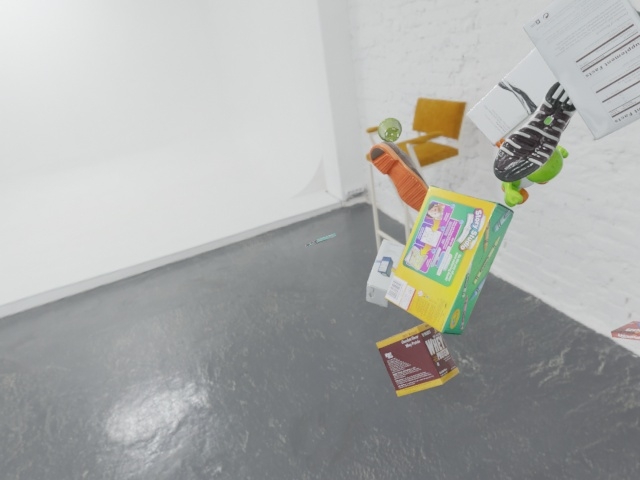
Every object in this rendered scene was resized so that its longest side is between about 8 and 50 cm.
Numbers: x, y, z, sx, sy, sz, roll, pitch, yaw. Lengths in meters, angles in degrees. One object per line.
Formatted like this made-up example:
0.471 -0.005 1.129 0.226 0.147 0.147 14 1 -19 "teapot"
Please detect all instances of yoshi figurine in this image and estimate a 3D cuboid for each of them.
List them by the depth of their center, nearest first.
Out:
0.670 -0.216 1.270 0.203 0.203 0.362 -3 -13 29 "yoshi figurine"

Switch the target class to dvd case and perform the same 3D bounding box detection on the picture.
0.000 0.000 1.624 0.087 0.013 0.119 -19 -2 -28 "dvd case"

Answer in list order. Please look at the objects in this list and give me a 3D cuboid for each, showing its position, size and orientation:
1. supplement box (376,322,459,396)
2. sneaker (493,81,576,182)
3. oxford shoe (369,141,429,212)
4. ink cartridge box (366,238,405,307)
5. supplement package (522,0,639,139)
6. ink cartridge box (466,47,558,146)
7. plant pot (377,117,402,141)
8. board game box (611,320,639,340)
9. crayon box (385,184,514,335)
0.334 0.406 1.389 0.129 0.194 0.191 -5 -24 -47 "supplement box"
0.544 -0.244 1.004 0.106 0.281 0.162 42 6 23 "sneaker"
0.361 -0.264 1.620 0.133 0.364 0.130 -37 -3 -40 "oxford shoe"
0.252 0.129 1.554 0.093 0.154 0.212 18 60 17 "ink cartridge box"
0.493 -0.327 0.699 0.134 0.244 0.139 -32 7 46 "supplement package"
0.755 -0.547 1.432 0.395 0.166 0.285 -45 -9 38 "ink cartridge box"
0.237 -0.364 1.348 0.083 0.083 0.079 -6 26 7 "plant pot"
1.208 0.325 1.401 0.145 0.027 0.281 -13 0 -23 "board game box"
0.266 0.037 0.852 0.081 0.278 0.165 15 9 -40 "crayon box"
